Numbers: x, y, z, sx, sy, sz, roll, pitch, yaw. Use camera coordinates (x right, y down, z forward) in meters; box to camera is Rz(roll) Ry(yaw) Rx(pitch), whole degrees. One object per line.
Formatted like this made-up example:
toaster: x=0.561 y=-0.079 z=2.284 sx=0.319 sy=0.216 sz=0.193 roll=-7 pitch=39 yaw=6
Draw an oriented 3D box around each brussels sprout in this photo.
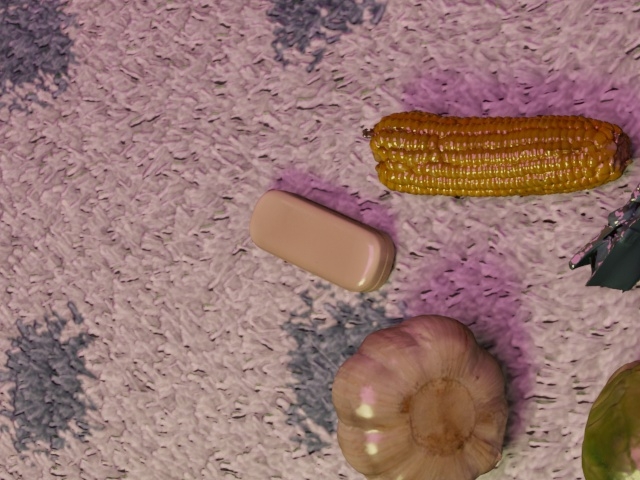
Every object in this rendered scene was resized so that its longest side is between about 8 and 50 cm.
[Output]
brussels sprout: x=0.349 y=0.217 z=1.449 sx=0.161 sy=0.143 sz=0.181 roll=-57 pitch=37 yaw=38

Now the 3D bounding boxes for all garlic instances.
garlic: x=0.100 y=0.186 z=1.607 sx=0.212 sy=0.218 sz=0.219 roll=-161 pitch=81 yaw=-68

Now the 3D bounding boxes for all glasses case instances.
glasses case: x=0.000 y=0.000 z=1.728 sx=0.196 sy=0.050 sz=0.083 roll=26 pitch=99 yaw=30

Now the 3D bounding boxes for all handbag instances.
handbag: x=0.356 y=-0.042 z=1.454 sx=0.221 sy=0.144 sz=0.057 roll=-49 pitch=66 yaw=19

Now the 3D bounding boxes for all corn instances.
corn: x=0.199 y=-0.096 z=1.582 sx=0.312 sy=0.102 sz=0.102 roll=5 pitch=90 yaw=32
